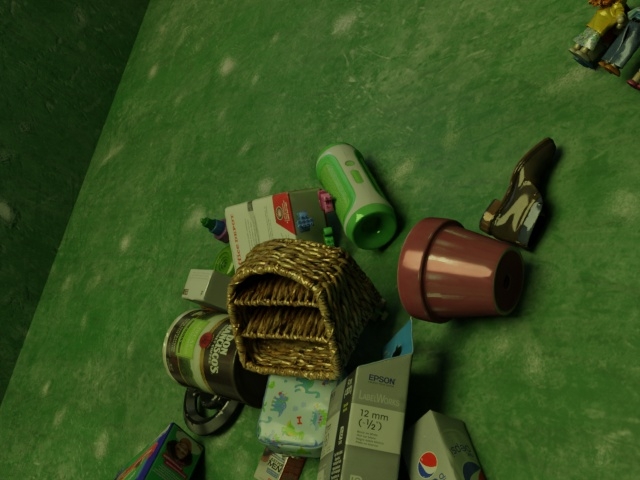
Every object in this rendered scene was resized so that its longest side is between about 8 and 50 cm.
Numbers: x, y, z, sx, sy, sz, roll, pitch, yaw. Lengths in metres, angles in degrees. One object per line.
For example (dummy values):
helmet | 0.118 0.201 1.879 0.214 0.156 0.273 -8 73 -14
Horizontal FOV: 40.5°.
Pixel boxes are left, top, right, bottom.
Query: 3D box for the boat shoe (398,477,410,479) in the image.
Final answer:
boat shoe | 0.145 0.572 1.495 0.122 0.120 0.324 -27 48 41

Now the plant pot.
plant pot | 0.271 0.062 1.615 0.180 0.201 0.201 7 74 38

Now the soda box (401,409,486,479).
soda box | 0.230 0.441 1.493 0.098 0.091 0.286 -47 37 26

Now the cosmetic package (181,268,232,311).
cosmetic package | -0.212 0.143 2.149 0.117 0.231 0.085 0 69 53

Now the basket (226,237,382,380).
basket | -0.066 0.138 1.799 0.299 0.213 0.223 0 49 43

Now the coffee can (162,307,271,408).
coffee can | -0.215 0.275 2.062 0.275 0.201 0.201 4 71 45

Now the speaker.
speaker | 0.079 -0.109 2.024 0.131 0.131 0.296 -49 36 20

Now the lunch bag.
lunch bag | -0.031 0.350 1.841 0.176 0.090 0.219 -1 57 20

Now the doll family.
doll family | 0.555 -0.386 1.576 0.163 0.118 0.263 -56 35 11

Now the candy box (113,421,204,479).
candy box | -0.445 0.644 2.126 0.268 0.122 0.317 -45 12 26

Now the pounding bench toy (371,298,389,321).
pounding bench toy | 0.104 0.141 1.880 0.083 0.065 0.052 30 93 56

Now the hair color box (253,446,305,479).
hair color box | -0.076 0.466 1.918 0.093 0.053 0.167 13 77 55

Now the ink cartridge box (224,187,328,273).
ink cartridge box | -0.105 -0.011 2.149 0.273 0.114 0.197 -9 91 50

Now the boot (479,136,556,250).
boot | 0.406 -0.084 1.642 0.106 0.082 0.219 37 95 34

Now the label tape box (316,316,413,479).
label tape box | 0.082 0.333 1.651 0.249 0.115 0.347 118 162 -67

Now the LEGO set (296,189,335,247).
LEGO set | 0.000 0.000 1.977 0.093 0.087 0.227 168 90 -80

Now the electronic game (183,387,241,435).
electronic game | -0.272 0.391 2.230 0.229 0.048 0.229 -27 45 31

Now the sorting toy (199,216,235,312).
sorting toy | -0.297 0.072 2.406 0.127 0.126 0.365 -38 42 33
